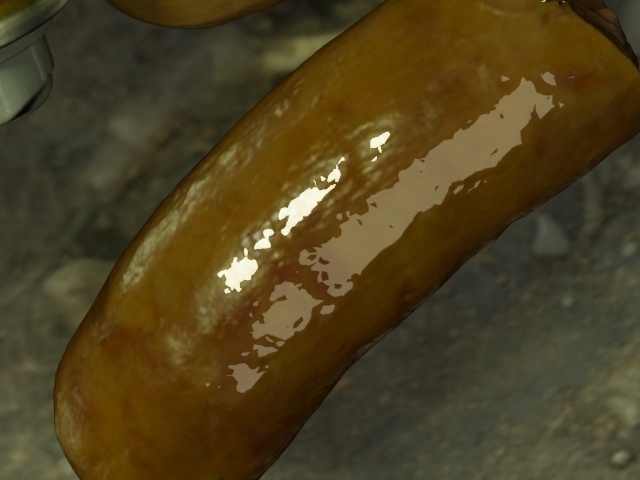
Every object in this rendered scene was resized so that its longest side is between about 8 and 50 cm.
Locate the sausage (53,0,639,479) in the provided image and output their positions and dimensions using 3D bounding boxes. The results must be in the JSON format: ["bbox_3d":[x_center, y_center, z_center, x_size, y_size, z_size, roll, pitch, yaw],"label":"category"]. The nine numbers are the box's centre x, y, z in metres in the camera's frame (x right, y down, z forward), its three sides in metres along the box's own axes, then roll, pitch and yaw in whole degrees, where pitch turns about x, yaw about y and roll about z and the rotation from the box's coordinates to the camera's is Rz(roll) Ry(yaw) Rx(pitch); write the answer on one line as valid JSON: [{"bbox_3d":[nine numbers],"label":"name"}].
[{"bbox_3d":[0.000,0.001,0.663,0.270,0.109,0.109,-45,124,14],"label":"sausage"}]

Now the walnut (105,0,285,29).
[{"bbox_3d":[-0.027,-0.110,0.608,0.121,0.052,0.091,-24,130,2],"label":"walnut"}]

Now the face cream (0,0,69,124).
[{"bbox_3d":[-0.143,-0.182,0.490,0.105,0.105,0.348,-19,126,-4],"label":"face cream"}]
